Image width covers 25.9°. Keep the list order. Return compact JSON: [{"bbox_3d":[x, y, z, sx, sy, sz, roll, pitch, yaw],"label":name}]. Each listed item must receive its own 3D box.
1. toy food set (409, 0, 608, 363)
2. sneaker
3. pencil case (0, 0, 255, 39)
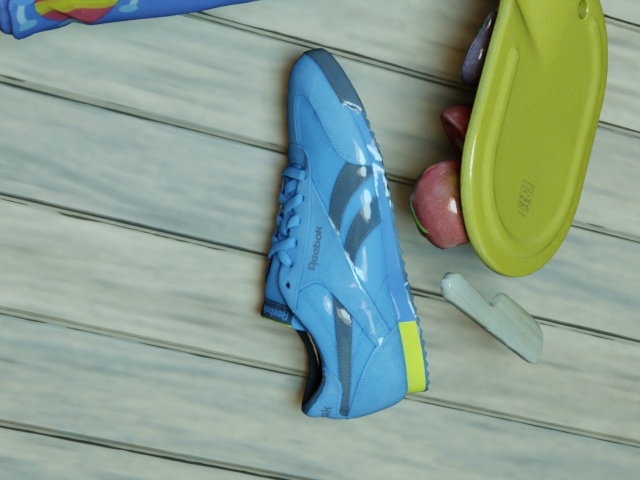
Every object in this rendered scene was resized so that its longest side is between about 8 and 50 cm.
[{"bbox_3d":[0.093,-0.052,0.785,0.128,0.071,0.218,25,78,-51],"label":"toy food set"},{"bbox_3d":[0.000,0.000,0.778,0.082,0.069,0.209,-14,99,-8],"label":"sneaker"},{"bbox_3d":[-0.036,-0.188,0.724,0.306,0.133,0.119,-11,139,-12],"label":"pencil case"}]
